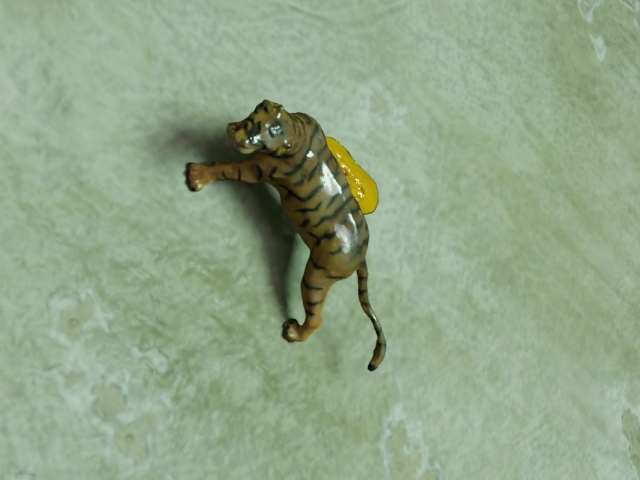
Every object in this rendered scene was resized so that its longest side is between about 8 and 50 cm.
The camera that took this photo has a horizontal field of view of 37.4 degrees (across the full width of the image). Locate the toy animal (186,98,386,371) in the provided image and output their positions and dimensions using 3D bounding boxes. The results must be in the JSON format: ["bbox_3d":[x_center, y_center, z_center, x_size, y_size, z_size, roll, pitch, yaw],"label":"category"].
[{"bbox_3d":[0.004,-0.006,0.785,0.114,0.116,0.255,-44,112,-34],"label":"toy animal"}]

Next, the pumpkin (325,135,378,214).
[{"bbox_3d":[0.017,-0.056,0.861,0.083,0.028,0.050,57,45,-9],"label":"pumpkin"}]
